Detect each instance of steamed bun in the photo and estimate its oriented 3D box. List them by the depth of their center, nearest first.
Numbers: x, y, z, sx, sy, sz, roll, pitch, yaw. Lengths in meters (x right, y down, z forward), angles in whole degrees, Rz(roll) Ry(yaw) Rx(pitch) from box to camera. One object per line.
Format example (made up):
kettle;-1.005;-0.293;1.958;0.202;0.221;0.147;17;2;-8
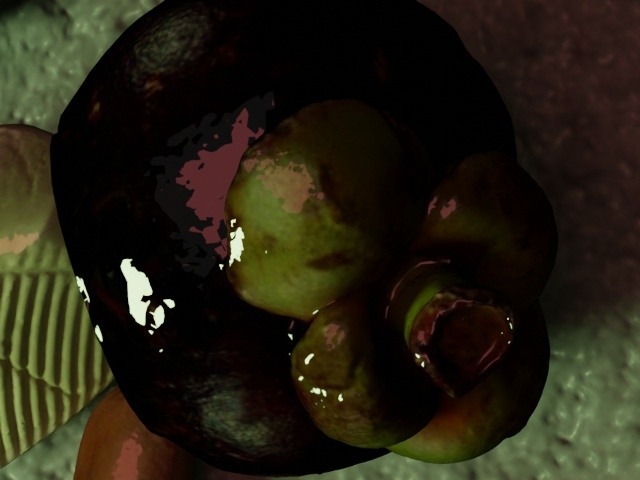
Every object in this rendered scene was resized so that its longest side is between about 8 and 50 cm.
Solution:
steamed bun;-0.212;0.033;1.106;0.238;0.170;0.152;-36;50;12

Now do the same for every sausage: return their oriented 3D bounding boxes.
sausage;-0.113;0.175;1.093;0.077;0.077;0.194;7;85;22

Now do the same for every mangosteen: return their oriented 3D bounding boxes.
mangosteen;-0.005;0.000;0.951;0.233;0.287;0.287;-13;79;1
